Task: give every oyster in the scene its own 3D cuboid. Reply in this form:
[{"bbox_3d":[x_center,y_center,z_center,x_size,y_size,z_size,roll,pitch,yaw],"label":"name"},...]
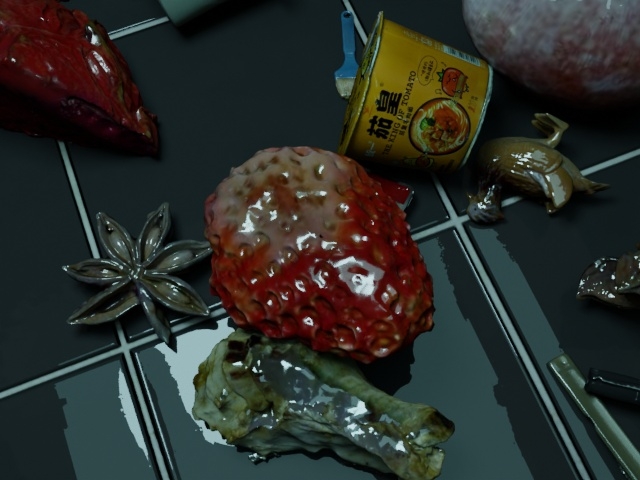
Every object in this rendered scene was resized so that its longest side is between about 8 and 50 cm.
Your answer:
[{"bbox_3d":[-0.005,0.211,0.974,0.337,0.133,0.197,27,79,16],"label":"oyster"}]

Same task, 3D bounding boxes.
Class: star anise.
[{"bbox_3d":[0.452,0.038,0.989,0.220,0.214,0.098,2,72,-18],"label":"star anise"},{"bbox_3d":[-0.242,0.036,1.075,0.212,0.073,0.196,11,73,2],"label":"star anise"}]

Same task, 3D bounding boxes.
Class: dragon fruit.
[{"bbox_3d":[-0.378,-0.224,1.155,0.330,0.240,0.302,32,42,-9],"label":"dragon fruit"}]

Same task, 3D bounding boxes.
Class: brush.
[{"bbox_3d":[0.362,0.232,1.014,0.034,0.027,0.190,-26,63,-13],"label":"brush"},{"bbox_3d":[0.046,-0.294,1.230,0.051,0.014,0.164,-2,68,-1],"label":"brush"}]

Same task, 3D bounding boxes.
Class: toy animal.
[{"bbox_3d":[0.307,-0.082,1.111,0.188,0.089,0.179,28,88,11],"label":"toy animal"}]

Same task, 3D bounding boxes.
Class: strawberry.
[{"bbox_3d":[0.000,0.000,0.963,0.265,0.149,0.336,-33,50,-23],"label":"strawberry"}]

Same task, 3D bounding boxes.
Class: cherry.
[{"bbox_3d":[0.377,-0.347,1.094,0.335,0.291,0.326,15,75,10],"label":"cherry"}]

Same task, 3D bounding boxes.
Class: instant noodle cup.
[{"bbox_3d":[0.130,-0.192,1.092,0.172,0.216,0.215,15,69,-4],"label":"instant noodle cup"}]

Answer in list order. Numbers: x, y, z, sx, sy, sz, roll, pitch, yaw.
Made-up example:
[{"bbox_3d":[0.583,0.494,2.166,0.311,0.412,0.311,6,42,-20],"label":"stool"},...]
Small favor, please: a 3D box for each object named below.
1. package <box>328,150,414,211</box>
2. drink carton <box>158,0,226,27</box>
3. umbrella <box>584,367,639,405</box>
[{"bbox_3d":[0.014,-0.006,1.109,0.154,0.030,0.239,27,72,13],"label":"package"},{"bbox_3d":[-0.177,-0.430,1.197,0.190,0.191,0.185,-31,33,-3],"label":"drink carton"},{"bbox_3d":[0.506,0.219,0.973,0.340,0.118,0.118,12,69,11],"label":"umbrella"}]
